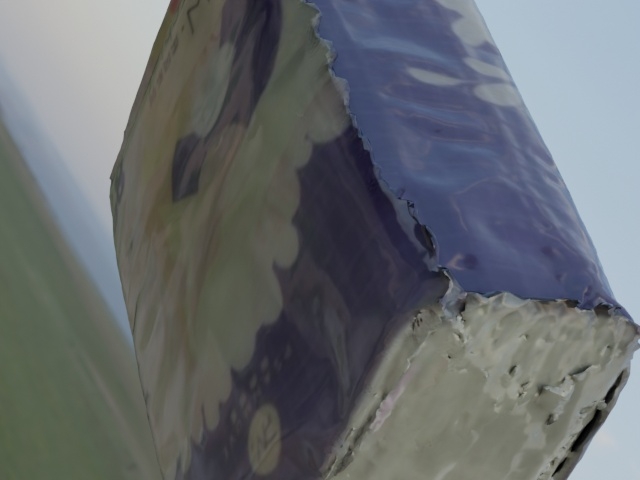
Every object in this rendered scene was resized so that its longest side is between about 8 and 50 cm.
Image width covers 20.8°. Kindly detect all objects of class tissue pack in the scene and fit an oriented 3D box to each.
[{"bbox_3d":[0.000,0.000,0.807,0.344,0.125,0.242,-110,-144,-46],"label":"tissue pack"}]
